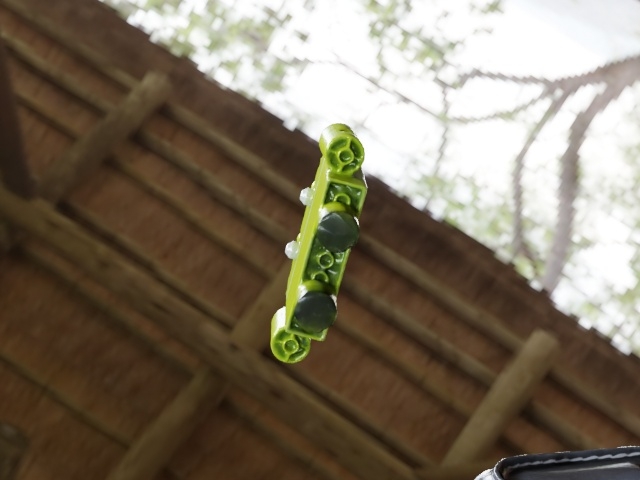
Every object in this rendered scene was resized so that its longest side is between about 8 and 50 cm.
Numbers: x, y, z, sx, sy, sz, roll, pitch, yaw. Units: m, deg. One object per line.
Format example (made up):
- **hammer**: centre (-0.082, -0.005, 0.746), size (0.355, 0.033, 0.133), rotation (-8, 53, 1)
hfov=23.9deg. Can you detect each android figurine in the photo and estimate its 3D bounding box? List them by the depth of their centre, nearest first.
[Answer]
- **android figurine**: centre (0.000, 0.000, 1.583), size (0.056, 0.248, 0.273), rotation (14, -166, -6)

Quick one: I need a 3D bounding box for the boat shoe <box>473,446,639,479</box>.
- **boat shoe**: centre (0.162, 0.085, 0.506), size (0.229, 0.076, 0.080), rotation (7, -163, 3)
